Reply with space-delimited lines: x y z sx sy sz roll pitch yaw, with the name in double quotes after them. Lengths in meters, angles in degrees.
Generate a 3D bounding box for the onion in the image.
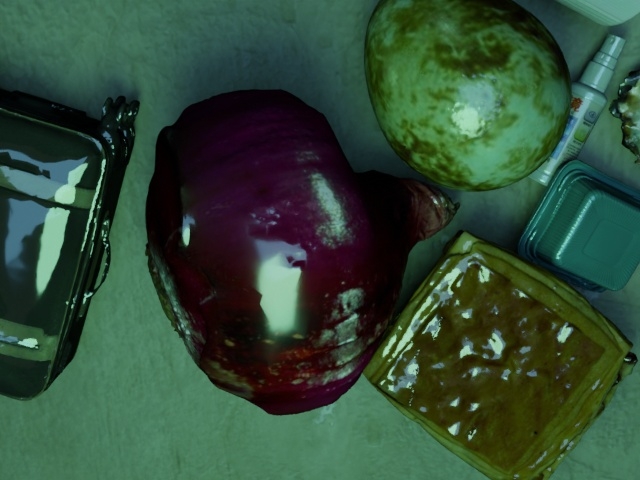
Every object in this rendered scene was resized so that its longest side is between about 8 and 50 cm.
0.000 0.000 1.136 0.420 0.398 0.398 -11 101 -14 "onion"

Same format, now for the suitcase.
-0.417 -0.009 1.213 0.283 0.194 0.434 18 103 -2 "suitcase"

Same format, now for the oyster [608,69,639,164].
0.524 -0.187 1.215 0.259 0.092 0.198 -35 99 17 "oyster"

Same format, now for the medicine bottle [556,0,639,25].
0.237 -0.407 1.079 0.395 0.242 0.242 25 101 -14 "medicine bottle"

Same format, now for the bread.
0.234 0.153 1.245 0.324 0.167 0.277 33 100 -15 "bread"

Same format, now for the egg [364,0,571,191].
0.176 -0.198 1.144 0.238 0.238 0.289 -40 76 8 "egg"

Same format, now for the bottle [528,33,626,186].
0.349 -0.173 1.232 0.060 0.060 0.217 27 101 -4 "bottle"

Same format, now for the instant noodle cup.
0.372 -0.008 1.233 0.179 0.070 0.157 21 104 -26 "instant noodle cup"
